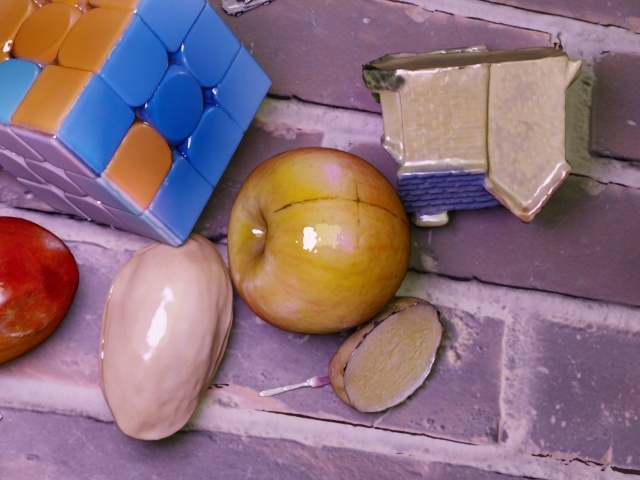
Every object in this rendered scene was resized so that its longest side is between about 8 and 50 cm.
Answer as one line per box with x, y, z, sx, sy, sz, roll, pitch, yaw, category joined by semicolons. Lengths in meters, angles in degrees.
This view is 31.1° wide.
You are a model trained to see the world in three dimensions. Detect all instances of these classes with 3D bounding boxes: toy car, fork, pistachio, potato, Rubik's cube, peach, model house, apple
-0.118;-0.396;1.876;0.093;0.025;0.041;-25;80;-16;toy car
-0.038;0.220;1.734;0.115;0.012;0.016;-10;71;-12;fork
-0.219;0.132;1.637;0.188;0.187;0.299;11;82;-7;pistachio
0.089;0.161;1.726;0.200;0.081;0.164;-39;128;-22;potato
-0.297;-0.204;1.593;0.291;0.290;0.291;16;70;36;Rubik's cube
-0.450;0.068;1.583;0.243;0.243;0.199;-29;97;-16;peach
0.237;-0.165;1.800;0.321;0.261;0.266;-4;101;6;model house
0.000;0.000;1.666;0.233;0.286;0.286;9;73;-30;apple

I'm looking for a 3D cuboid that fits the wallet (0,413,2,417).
-0.549;0.196;1.642;0.103;0.020;0.196;-32;84;-15;wallet
